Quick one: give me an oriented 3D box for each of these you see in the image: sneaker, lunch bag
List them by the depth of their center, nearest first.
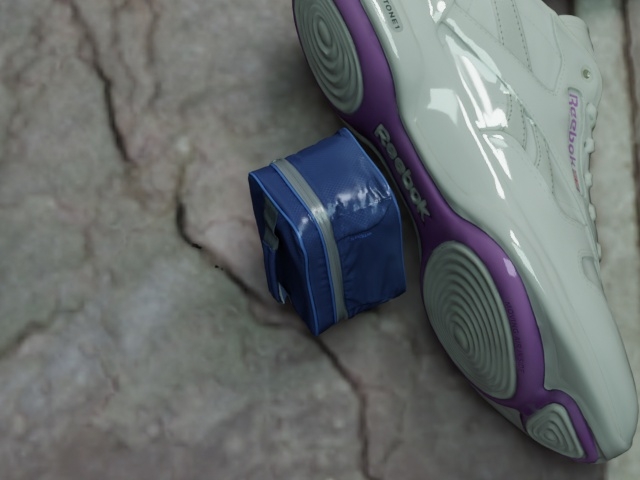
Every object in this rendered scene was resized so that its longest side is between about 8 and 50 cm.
[{"bbox_3d":[0.000,0.000,0.919,0.065,0.098,0.067,-24,49,-13],"label":"lunch bag"},{"bbox_3d":[0.107,-0.037,0.926,0.152,0.114,0.305,-23,86,-26],"label":"sneaker"}]
